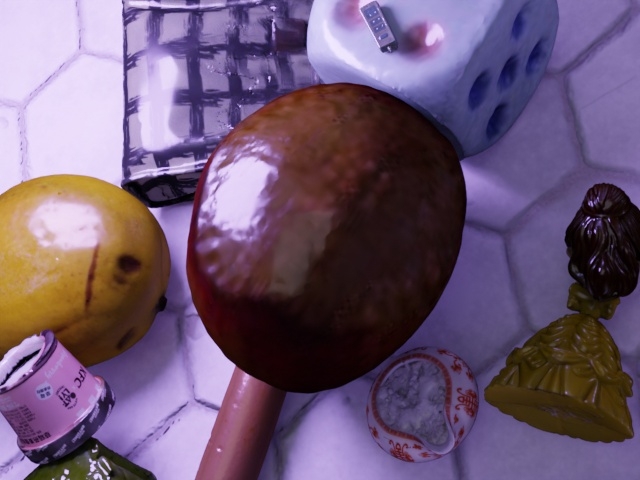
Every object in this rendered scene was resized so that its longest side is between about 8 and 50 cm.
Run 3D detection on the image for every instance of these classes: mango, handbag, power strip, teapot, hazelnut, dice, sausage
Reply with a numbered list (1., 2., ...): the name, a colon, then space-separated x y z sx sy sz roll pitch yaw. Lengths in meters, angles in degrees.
1. mango: -0.440 0.059 1.854 0.445 0.220 0.301 -8 93 14
2. handbag: -0.145 -0.232 1.893 0.327 0.162 0.325 -6 74 10
3. power strip: 0.077 -0.278 1.602 0.027 0.017 0.083 -30 63 10
4. teapot: 0.131 0.214 1.656 0.159 0.116 0.245 -55 45 8
5. hazelnut: 0.000 0.000 1.618 0.353 0.421 0.420 10 74 -10
6. dice: 0.159 -0.291 1.733 0.268 0.265 0.262 30 84 27
7. sausage: -0.111 0.273 1.743 0.086 0.086 0.289 13 76 24

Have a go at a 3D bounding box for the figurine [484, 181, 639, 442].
1. figurine: 0.355 0.088 1.615 0.187 0.168 0.315 -4 57 48

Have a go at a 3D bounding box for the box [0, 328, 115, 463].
1. box: -0.386 0.213 1.717 0.151 0.135 0.151 -29 22 13

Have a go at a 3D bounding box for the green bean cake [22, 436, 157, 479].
1. green bean cake: -0.333 0.461 1.664 0.319 0.218 0.335 -49 51 -4
